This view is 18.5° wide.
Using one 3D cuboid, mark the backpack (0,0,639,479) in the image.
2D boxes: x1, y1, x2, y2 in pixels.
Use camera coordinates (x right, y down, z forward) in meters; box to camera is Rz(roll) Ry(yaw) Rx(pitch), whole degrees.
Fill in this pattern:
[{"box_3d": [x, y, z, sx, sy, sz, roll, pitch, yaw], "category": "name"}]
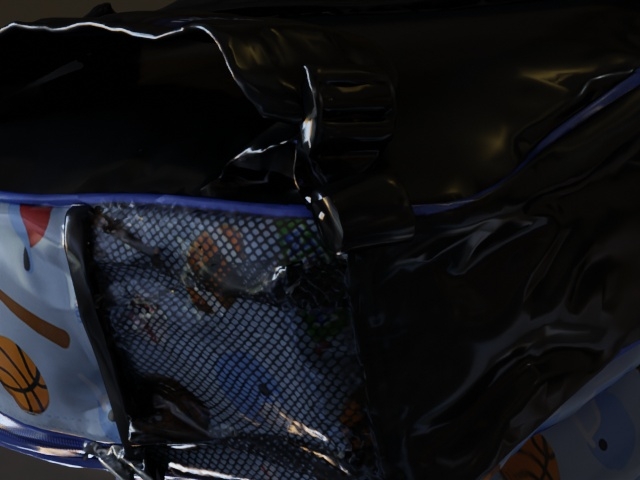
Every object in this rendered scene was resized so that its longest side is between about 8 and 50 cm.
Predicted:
[{"box_3d": [0.000, 0.000, 0.684, 0.263, 0.276, 0.213, 12, -67, 37], "category": "backpack"}]
